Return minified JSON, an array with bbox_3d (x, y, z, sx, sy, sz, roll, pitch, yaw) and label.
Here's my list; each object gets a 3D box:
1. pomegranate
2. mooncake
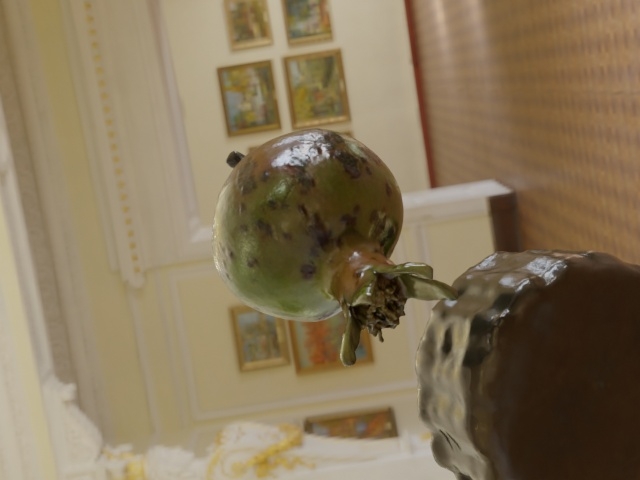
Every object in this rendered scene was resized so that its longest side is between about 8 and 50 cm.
[{"bbox_3d":[-0.002,-0.001,0.745,0.220,0.156,0.156,-131,29,-62],"label":"pomegranate"},{"bbox_3d":[0.190,0.116,0.827,0.124,0.228,0.228,17,119,63],"label":"mooncake"}]
